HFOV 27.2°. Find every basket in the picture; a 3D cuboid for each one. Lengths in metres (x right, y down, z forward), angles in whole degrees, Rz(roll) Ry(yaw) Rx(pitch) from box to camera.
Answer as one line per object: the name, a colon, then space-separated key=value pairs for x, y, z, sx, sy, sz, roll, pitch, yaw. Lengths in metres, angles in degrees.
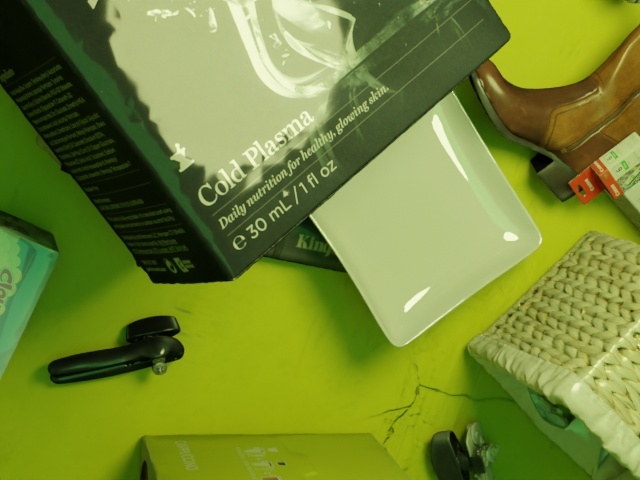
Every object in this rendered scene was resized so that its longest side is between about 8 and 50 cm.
basket: x=0.440 y=0.191 z=1.809 sx=0.266 sy=0.331 sz=0.328 roll=-46 pitch=106 yaw=-5

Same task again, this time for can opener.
can opener: x=0.240 y=0.394 z=1.937 sx=0.093 sy=0.074 sz=0.280 roll=-14 pitch=102 yaw=24
can opener: x=-0.274 y=0.160 z=1.784 sx=0.186 sy=0.073 sz=0.059 roll=-17 pitch=141 yaw=-7

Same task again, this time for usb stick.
usb stick: x=0.000 y=0.000 z=1.820 sx=0.278 sy=0.045 sz=0.077 roll=12 pitch=95 yaw=-15

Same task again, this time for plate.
plate: x=0.129 y=-0.038 z=1.811 sx=0.277 sy=0.045 sz=0.278 roll=-34 pitch=95 yaw=-19

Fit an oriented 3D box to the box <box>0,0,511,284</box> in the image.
box: x=-0.121 y=-0.274 z=1.563 sx=0.480 sy=0.297 sz=0.471 roll=-42 pitch=104 yaw=-21

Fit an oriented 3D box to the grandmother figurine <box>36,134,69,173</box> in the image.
grandmother figurine: x=-0.263 y=-0.153 z=1.708 sx=0.208 sy=0.104 sz=0.342 roll=-23 pitch=101 yaw=0

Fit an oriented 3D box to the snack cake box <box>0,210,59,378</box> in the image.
snack cake box: x=-0.428 y=0.103 z=1.681 sx=0.089 sy=0.152 sz=0.264 roll=25 pitch=92 yaw=-15

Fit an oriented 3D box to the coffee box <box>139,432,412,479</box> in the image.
coffee box: x=-0.063 y=0.451 z=1.727 sx=0.338 sy=0.337 sz=0.334 roll=2 pitch=98 yaw=-13

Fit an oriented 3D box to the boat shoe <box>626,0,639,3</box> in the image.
boat shoe: x=0.316 y=-0.463 z=1.773 sx=0.156 sy=0.136 sz=0.367 roll=-30 pitch=101 yaw=-7

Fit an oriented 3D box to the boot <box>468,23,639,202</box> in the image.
boot: x=0.369 y=-0.221 z=1.804 sx=0.280 sy=0.096 sz=0.264 roll=-40 pitch=107 yaw=14

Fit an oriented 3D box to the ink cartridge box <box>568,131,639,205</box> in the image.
ink cartridge box: x=0.406 y=-0.092 z=1.831 sx=0.115 sy=0.029 sz=0.063 roll=-38 pitch=134 yaw=7

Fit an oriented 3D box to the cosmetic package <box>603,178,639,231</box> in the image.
cosmetic package: x=0.528 y=-0.034 z=1.919 sx=0.231 sy=0.085 sz=0.117 roll=44 pitch=88 yaw=-14
